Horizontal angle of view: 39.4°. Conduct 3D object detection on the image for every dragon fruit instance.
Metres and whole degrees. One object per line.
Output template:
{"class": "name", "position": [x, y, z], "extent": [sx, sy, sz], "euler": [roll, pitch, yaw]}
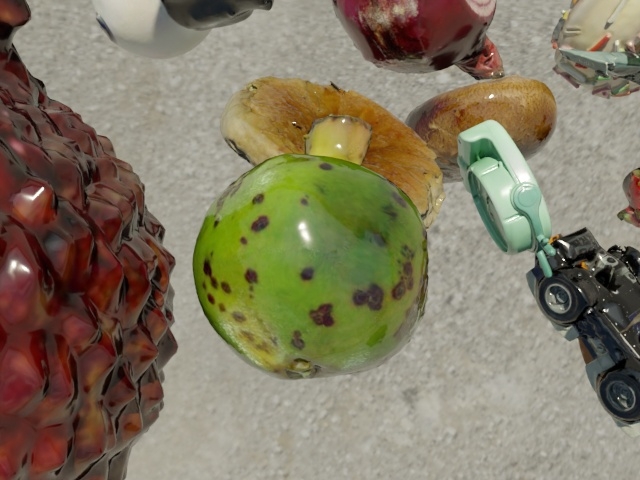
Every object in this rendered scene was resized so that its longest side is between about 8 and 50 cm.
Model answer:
{"class": "dragon fruit", "position": [0.639, -0.055, 1.626], "extent": [0.166, 0.172, 0.160], "euler": [-36, 129, 16]}

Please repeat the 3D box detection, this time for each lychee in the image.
{"class": "lychee", "position": [-0.299, 0.035, 0.613], "extent": [0.424, 0.424, 0.500], "euler": [21, 95, 18]}

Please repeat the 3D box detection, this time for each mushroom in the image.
{"class": "mushroom", "position": [0.280, -0.193, 1.574], "extent": [0.297, 0.278, 0.163], "euler": [-28, 85, 62]}

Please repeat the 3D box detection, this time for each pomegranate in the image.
{"class": "pomegranate", "position": [-0.006, 0.000, 0.535], "extent": [0.143, 0.122, 0.169], "euler": [5, 86, 26]}

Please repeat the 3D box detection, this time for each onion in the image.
{"class": "onion", "position": [0.089, -0.210, 0.800], "extent": [0.135, 0.173, 0.198], "euler": [-3, 139, 32]}

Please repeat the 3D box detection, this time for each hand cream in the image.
{"class": "hand cream", "position": [0.387, -0.179, 1.003], "extent": [0.075, 0.248, 0.052], "euler": [178, 95, -65]}

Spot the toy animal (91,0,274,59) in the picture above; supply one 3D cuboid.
{"class": "toy animal", "position": [-0.194, -0.376, 1.233], "extent": [0.267, 0.212, 0.212], "euler": [-16, 97, 32]}

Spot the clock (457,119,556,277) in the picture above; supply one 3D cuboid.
{"class": "clock", "position": [0.254, -0.049, 1.200], "extent": [0.066, 0.159, 0.211], "euler": [-25, 62, 0]}

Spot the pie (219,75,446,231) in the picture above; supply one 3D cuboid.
{"class": "pie", "position": [0.015, -0.071, 0.721], "extent": [0.195, 0.195, 0.046], "euler": [36, 123, 12]}

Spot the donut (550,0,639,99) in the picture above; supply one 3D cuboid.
{"class": "donut", "position": [0.609, -0.415, 1.654], "extent": [0.382, 0.382, 0.142], "euler": [-47, 62, 28]}

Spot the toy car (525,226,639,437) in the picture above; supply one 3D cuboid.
{"class": "toy car", "position": [0.411, 0.118, 1.250], "extent": [0.301, 0.193, 0.118], "euler": [57, 139, 17]}
